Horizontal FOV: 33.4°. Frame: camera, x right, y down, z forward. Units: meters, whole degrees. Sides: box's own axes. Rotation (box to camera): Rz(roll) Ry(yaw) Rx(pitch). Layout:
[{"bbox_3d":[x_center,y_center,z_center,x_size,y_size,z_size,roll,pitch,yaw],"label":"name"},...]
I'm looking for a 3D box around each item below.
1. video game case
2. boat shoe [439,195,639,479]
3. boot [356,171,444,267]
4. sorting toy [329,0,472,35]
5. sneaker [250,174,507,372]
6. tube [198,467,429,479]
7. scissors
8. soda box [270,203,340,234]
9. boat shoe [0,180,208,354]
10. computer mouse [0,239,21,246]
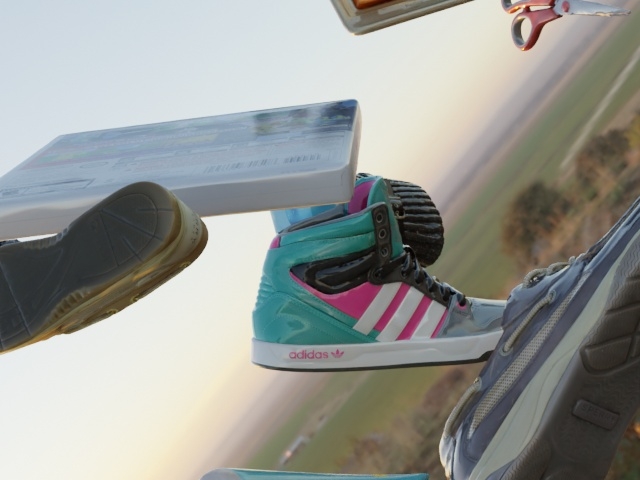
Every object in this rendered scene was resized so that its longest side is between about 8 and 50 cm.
[{"bbox_3d":[-0.078,-0.043,0.607,0.201,0.023,0.183,-7,17,6],"label":"video game case"},{"bbox_3d":[0.201,0.068,0.834,0.355,0.132,0.130,-55,37,5],"label":"boat shoe"},{"bbox_3d":[0.079,0.022,1.682,0.131,0.260,0.348,-34,48,40],"label":"boot"},{"bbox_3d":[0.067,-0.322,1.137,0.347,0.196,0.047,-22,-16,-26],"label":"sorting toy"},{"bbox_3d":[0.076,0.026,1.028,0.124,0.295,0.178,-168,77,-73],"label":"sneaker"},{"bbox_3d":[0.004,0.180,0.682,0.207,0.052,0.080,22,-90,-49],"label":"tube"},{"bbox_3d":[0.329,-0.333,1.472,0.021,0.109,0.297,-10,4,-17],"label":"scissors"},{"bbox_3d":[0.000,0.000,1.182,0.067,0.210,0.071,-17,3,-41],"label":"soda box"},{"bbox_3d":[-0.109,0.020,0.471,0.135,0.050,0.045,-23,-23,20],"label":"boat shoe"},{"bbox_3d":[-0.420,0.115,1.326,0.060,0.184,0.262,23,-106,-49],"label":"computer mouse"}]
